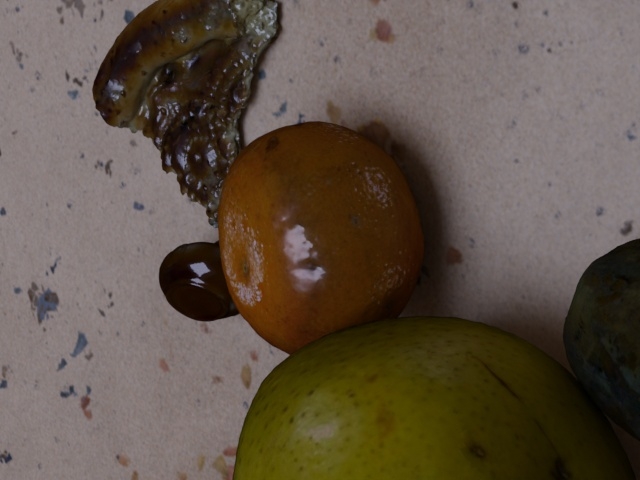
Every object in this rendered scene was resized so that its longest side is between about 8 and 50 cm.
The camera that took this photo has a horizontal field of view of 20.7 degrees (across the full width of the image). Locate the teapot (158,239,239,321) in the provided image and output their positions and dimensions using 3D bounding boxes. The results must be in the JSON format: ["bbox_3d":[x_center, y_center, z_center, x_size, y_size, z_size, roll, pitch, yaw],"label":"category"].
[{"bbox_3d":[-0.117,0.035,1.822,0.098,0.078,0.129,33,149,-16],"label":"teapot"}]

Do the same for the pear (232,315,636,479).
[{"bbox_3d":[0.102,0.253,1.471,0.418,0.362,0.362,56,134,41],"label":"pear"}]

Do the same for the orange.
[{"bbox_3d":[0.000,0.000,1.635,0.224,0.170,0.224,38,134,54],"label":"orange"}]

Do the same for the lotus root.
[{"bbox_3d":[0.314,0.102,1.378,0.275,0.152,0.160,29,134,36],"label":"lotus root"}]

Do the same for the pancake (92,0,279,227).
[{"bbox_3d":[-0.128,-0.134,1.794,0.266,0.057,0.244,-15,91,43],"label":"pancake"}]
